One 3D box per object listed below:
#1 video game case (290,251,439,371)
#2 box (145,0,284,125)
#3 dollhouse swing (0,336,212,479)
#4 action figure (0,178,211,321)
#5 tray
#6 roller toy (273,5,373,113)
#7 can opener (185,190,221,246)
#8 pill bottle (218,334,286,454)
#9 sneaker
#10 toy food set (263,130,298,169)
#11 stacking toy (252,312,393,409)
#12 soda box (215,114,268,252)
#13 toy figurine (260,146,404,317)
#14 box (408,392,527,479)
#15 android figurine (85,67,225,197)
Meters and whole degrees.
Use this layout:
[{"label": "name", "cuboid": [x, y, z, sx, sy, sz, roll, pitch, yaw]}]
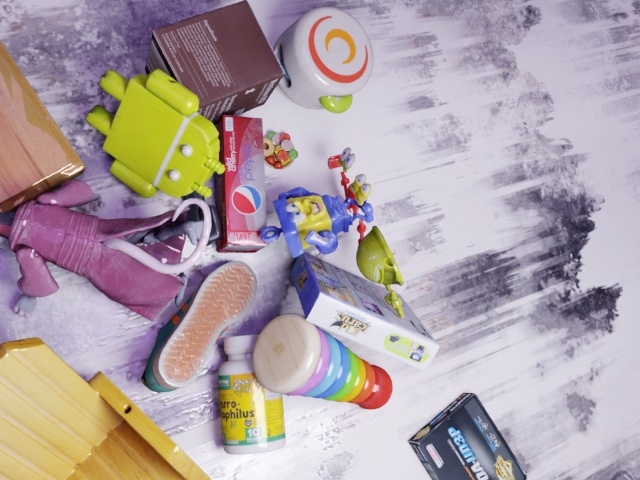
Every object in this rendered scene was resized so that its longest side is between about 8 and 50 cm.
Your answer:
[{"label": "video game case", "cuboid": [0.073, 0.126, 1.224, 0.244, 0.269, 0.061, 26, 99, -14]}, {"label": "box", "cuboid": [-0.213, -0.334, 1.261, 0.203, 0.168, 0.167, -27, 89, -22]}, {"label": "dollhouse swing", "cuboid": [-0.403, 0.377, 0.954, 0.315, 0.305, 0.347, 35, 66, 22]}, {"label": "action figure", "cuboid": [-0.397, 0.019, 1.070, 0.370, 0.275, 0.248, 15, 77, -19]}, {"label": "tray", "cuboid": [-0.620, -0.249, 1.119, 0.203, 0.076, 0.411, -36, 100, -23]}, {"label": "roller toy", "cuboid": [0.002, -0.384, 1.361, 0.191, 0.146, 0.209, 36, 67, -21]}, {"label": "can opener", "cuboid": [-0.243, -0.077, 1.262, 0.073, 0.059, 0.186, -19, 75, 4]}, {"label": "pill bottle", "cuboid": [-0.130, 0.283, 1.194, 0.117, 0.117, 0.209, -2, 80, -20]}, {"label": "sneaker", "cuboid": [-0.233, 0.155, 1.195, 0.108, 0.121, 0.302, 49, 46, -15]}, {"label": "toy food set", "cuboid": [-0.091, -0.191, 1.356, 0.082, 0.020, 0.083, -36, 92, -22]}, {"label": "stacking toy", "cuboid": [0.026, 0.247, 1.208, 0.330, 0.141, 0.141, 32, 66, -46]}, {"label": "soda box", "cuboid": [-0.161, -0.109, 1.275, 0.083, 0.092, 0.263, 1, 79, -22]}, {"label": "toy figurine", "cuboid": [0.000, 0.000, 1.209, 0.217, 0.191, 0.363, -13, 45, -7]}, {"label": "box", "cuboid": [0.313, 0.463, 1.354, 0.175, 0.051, 0.220, -32, 92, -23]}, {"label": "android figurine", "cuboid": [-0.298, -0.185, 1.174, 0.273, 0.248, 0.056, 38, 34, -1]}]
